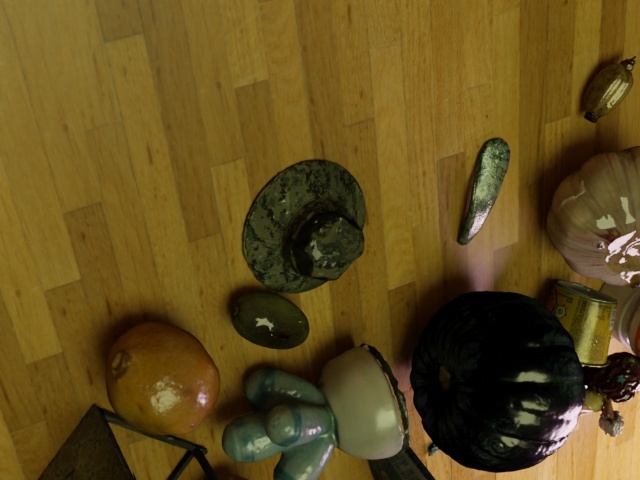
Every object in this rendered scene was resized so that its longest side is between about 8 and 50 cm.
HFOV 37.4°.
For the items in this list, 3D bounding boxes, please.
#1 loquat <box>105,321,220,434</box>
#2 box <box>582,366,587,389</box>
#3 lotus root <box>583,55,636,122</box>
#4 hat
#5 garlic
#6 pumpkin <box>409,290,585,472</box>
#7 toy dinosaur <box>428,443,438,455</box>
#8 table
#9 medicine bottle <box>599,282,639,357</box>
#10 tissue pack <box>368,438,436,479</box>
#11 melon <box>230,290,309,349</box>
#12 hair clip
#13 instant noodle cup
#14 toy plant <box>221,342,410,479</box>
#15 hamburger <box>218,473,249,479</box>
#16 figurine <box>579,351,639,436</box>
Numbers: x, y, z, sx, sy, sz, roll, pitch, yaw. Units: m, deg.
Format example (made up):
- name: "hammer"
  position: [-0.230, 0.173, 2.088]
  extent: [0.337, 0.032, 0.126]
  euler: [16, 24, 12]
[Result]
- name: "loquat"
  position: [-0.264, 0.236, 1.609]
  extent: [0.234, 0.176, 0.187]
  euler: [40, 51, -47]
- name: "box"
  position: [0.567, 0.318, 2.182]
  extent: [0.069, 0.084, 0.122]
  euler: [-27, 125, -5]
- name: "lotus root"
  position: [0.566, -0.301, 1.850]
  extent: [0.072, 0.063, 0.152]
  euler: [35, 104, -11]
- name: "hat"
  position: [0.000, 0.000, 1.663]
  extent: [0.265, 0.128, 0.265]
  euler: [-14, 119, -26]
- name: "garlic"
  position: [0.605, -0.050, 1.898]
  extent: [0.322, 0.241, 0.322]
  euler: [-5, 113, -12]
- name: "pumpkin"
  position: [0.338, 0.277, 1.855]
  extent: [0.266, 0.363, 0.363]
  euler: [5, 113, -31]
- name: "toy dinosaur"
  position: [0.422, 0.427, 2.153]
  extent: [0.363, 0.076, 0.147]
  euler: [-31, 129, 6]
- name: "table"
  position: [-0.300, 0.501, 1.638]
  extent: [0.272, 0.335, 0.222]
  euler: [33, 97, -38]
- name: "medicine bottle"
  position: [0.796, 0.205, 2.063]
  extent: [0.211, 0.371, 0.211]
  euler: [-13, 120, -23]
- name: "tissue pack"
  position: [0.186, 0.529, 1.972]
  extent: [0.081, 0.257, 0.185]
  euler: [-24, 125, -13]
- name: "melon"
  position: [-0.089, 0.146, 1.710]
  extent: [0.162, 0.099, 0.099]
  euler: [23, 103, -35]
- name: "hair clip"
  position: [0.317, -0.089, 1.845]
  extent: [0.066, 0.036, 0.229]
  euler: [6, 113, -25]
- name: "instant noodle cup"
  position: [0.555, 0.174, 2.044]
  extent: [0.182, 0.182, 0.144]
  euler: [8, 102, -32]
- name: "toy plant"
  position: [-0.025, 0.344, 1.785]
  extent: [0.332, 0.247, 0.247]
  euler: [-16, 123, -17]
- name: "hamburger"
  position: [-0.177, 0.596, 1.790]
  extent: [0.259, 0.283, 0.144]
  euler: [-49, 136, -2]
- name: "figurine"
  position: [0.610, 0.334, 2.069]
  extent: [0.240, 0.175, 0.116]
  euler: [-34, 112, -10]
